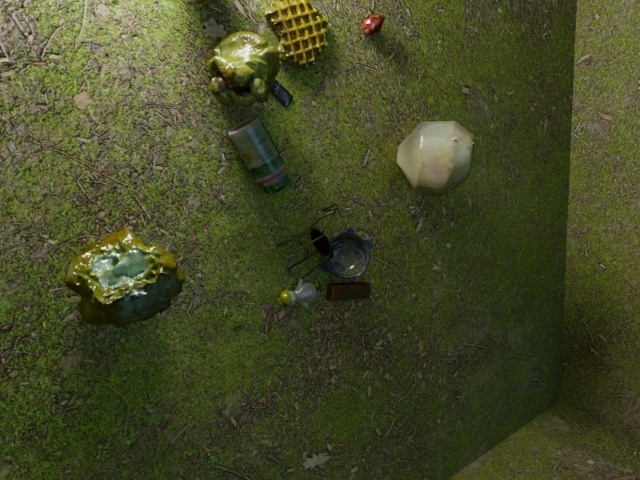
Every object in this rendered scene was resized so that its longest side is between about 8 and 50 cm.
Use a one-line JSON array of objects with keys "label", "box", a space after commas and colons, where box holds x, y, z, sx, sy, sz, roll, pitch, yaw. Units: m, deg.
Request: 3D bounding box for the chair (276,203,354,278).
[{"label": "chair", "box": [0.000, 0.000, 1.877, 0.326, 0.160, 0.170, -33, 118, -23]}]

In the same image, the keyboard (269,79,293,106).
[{"label": "keyboard", "box": [-0.169, -0.579, 1.736, 0.155, 0.010, 0.053, 37, 80, -33]}]

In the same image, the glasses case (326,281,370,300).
[{"label": "glasses case", "box": [0.130, 0.232, 2.070, 0.218, 0.049, 0.075, 1, 99, -34]}]

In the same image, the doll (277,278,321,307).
[{"label": "doll", "box": [-0.087, 0.228, 1.907, 0.207, 0.081, 0.129, -14, 99, -29]}]

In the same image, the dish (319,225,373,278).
[{"label": "dish", "box": [0.111, 0.058, 1.986, 0.237, 0.086, 0.227, -3, 81, -1]}]

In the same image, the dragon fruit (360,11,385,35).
[{"label": "dragon fruit", "box": [0.223, -0.904, 1.894, 0.116, 0.081, 0.086, -30, 104, -25]}]

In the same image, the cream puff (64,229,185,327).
[{"label": "cream puff", "box": [-0.621, 0.124, 1.462, 0.323, 0.270, 0.274, -25, 146, -27]}]

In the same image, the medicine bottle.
[{"label": "medicine bottle", "box": [-0.218, -0.309, 1.684, 0.133, 0.133, 0.274, -41, 119, -21]}]

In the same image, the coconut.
[{"label": "coconut", "box": [0.510, -0.370, 2.047, 0.353, 0.353, 0.352, -7, 103, -33]}]

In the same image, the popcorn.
[{"label": "popcorn", "box": [-0.268, -0.556, 1.523, 0.226, 0.276, 0.276, 22, 86, -15]}]

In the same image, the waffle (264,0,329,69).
[{"label": "waffle", "box": [-0.089, -0.794, 1.724, 0.291, 0.051, 0.291, -5, 100, -34]}]
